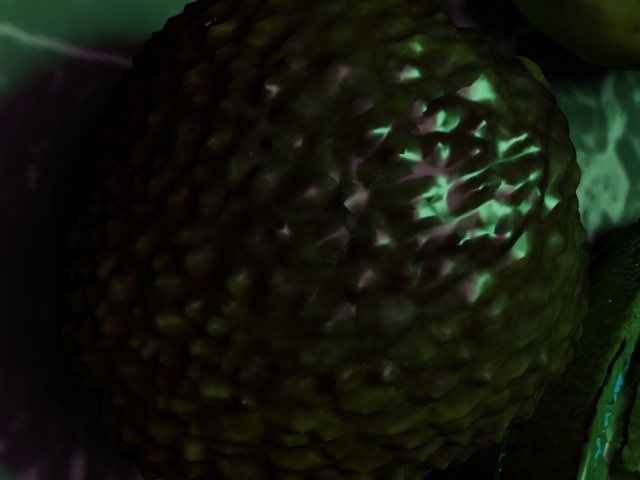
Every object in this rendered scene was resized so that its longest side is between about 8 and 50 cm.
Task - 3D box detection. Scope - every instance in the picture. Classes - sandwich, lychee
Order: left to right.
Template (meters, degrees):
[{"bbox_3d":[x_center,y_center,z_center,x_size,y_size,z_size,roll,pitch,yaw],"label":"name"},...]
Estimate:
[{"bbox_3d":[0.004,-0.003,0.542,0.194,0.194,0.195,5,80,-31],"label":"lychee"},{"bbox_3d":[0.148,0.075,0.637,0.235,0.079,0.159,-18,104,-56],"label":"sandwich"}]

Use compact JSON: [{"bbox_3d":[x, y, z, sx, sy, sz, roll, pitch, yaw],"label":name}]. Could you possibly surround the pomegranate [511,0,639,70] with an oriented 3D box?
[{"bbox_3d":[0.147,-0.160,0.649,0.196,0.196,0.196,5,80,-31],"label":"pomegranate"}]
